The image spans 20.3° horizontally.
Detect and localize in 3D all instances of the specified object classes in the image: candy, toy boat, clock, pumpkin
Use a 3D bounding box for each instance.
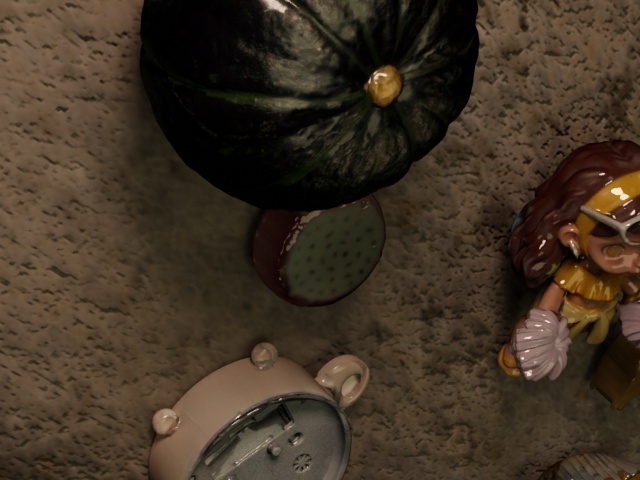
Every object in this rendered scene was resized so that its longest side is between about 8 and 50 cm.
[{"bbox_3d":[0.000,0.000,1.289,0.103,0.043,0.103,-20,131,-25],"label":"candy"},{"bbox_3d":[0.325,0.077,1.591,0.200,0.057,0.077,-39,143,-8],"label":"toy boat"},{"bbox_3d":[-0.051,0.164,1.358,0.229,0.063,0.156,-34,136,-15],"label":"clock"},{"bbox_3d":[-0.006,-0.123,1.110,0.220,0.162,0.221,-22,129,-30],"label":"pumpkin"}]

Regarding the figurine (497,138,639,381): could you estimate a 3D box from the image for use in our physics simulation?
[{"bbox_3d":[0.210,0.028,1.422,0.174,0.116,0.240,-11,132,-29],"label":"figurine"}]

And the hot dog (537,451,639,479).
[{"bbox_3d":[0.215,0.315,1.662,0.162,0.082,0.270,12,113,-41],"label":"hot dog"}]
